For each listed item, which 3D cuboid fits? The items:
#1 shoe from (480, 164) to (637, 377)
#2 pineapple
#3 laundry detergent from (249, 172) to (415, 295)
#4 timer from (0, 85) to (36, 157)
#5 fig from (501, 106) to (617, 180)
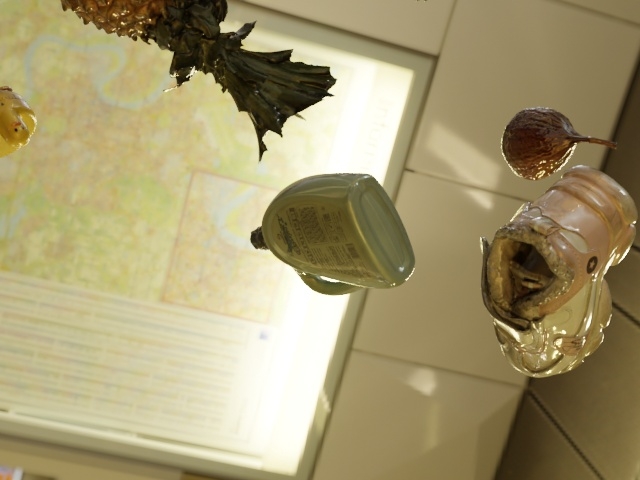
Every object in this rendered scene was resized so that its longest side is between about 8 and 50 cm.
[{"bbox_3d":[0.305,0.068,1.450,0.172,0.198,0.351,34,-48,34],"label":"shoe"},{"bbox_3d":[-0.119,-0.195,0.961,0.119,0.277,0.130,-49,-168,9],"label":"pineapple"},{"bbox_3d":[0.000,0.000,1.644,0.280,0.215,0.105,-11,-153,43],"label":"laundry detergent"},{"bbox_3d":[-0.435,-0.150,1.378,0.109,0.107,0.107,52,-34,17],"label":"timer"},{"bbox_3d":[0.444,-0.181,1.899,0.201,0.134,0.146,12,-111,53],"label":"fig"}]
